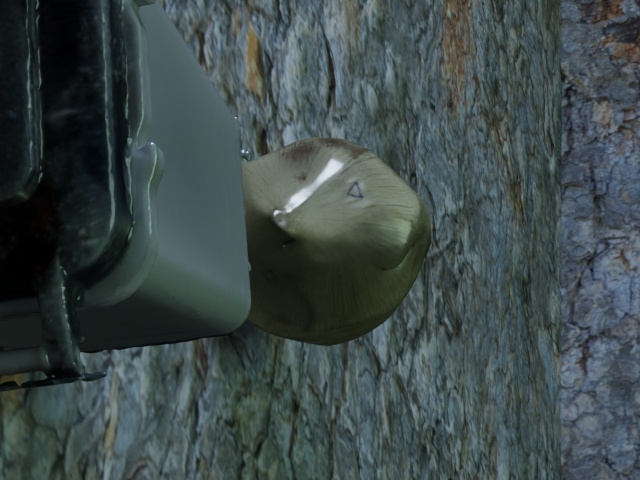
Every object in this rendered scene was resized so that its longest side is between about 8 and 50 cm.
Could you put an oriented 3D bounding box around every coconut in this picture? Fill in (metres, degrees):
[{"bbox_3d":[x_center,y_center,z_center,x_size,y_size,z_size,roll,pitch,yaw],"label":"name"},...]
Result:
[{"bbox_3d":[0.000,0.000,1.461,0.224,0.224,0.224,-10,90,-70],"label":"coconut"}]

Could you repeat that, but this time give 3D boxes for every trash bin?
[{"bbox_3d":[-0.178,-0.025,0.970,0.367,0.256,0.296,44,38,-71],"label":"trash bin"}]
